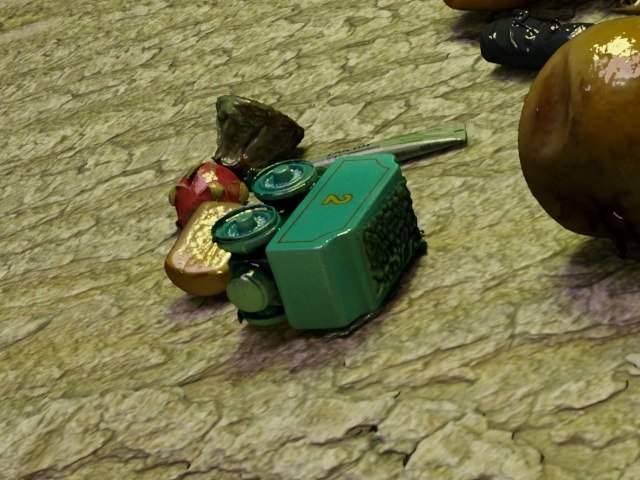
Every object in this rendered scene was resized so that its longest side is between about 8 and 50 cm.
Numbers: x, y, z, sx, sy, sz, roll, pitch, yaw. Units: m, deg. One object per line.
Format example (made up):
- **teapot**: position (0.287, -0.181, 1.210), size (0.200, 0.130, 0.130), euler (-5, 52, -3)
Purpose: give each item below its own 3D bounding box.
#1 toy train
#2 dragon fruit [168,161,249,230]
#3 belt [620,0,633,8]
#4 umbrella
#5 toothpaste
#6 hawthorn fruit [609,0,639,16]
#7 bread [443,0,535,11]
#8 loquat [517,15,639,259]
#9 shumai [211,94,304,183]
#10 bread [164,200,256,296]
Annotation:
- **toy train**: position (0.000, 0.000, 1.695), size (0.163, 0.112, 0.203), euler (-3, 32, 28)
- **dragon fruit**: position (-0.127, -0.050, 1.982), size (0.083, 0.060, 0.056), euler (-12, 22, 20)
- **belt**: position (0.405, -0.308, 2.024), size (0.232, 0.071, 0.053), euler (-8, 12, 36)
- **umbrella**: position (0.264, -0.214, 1.965), size (0.071, 0.071, 0.248), euler (-34, 24, -24)
- **toothpaste**: position (0.060, -0.092, 1.939), size (0.197, 0.029, 0.048), euler (-15, 25, 11)
- **hawthorn fruit**: position (0.373, -0.233, 1.754), size (0.200, 0.179, 0.179), euler (-17, 22, -9)
- **bread**: position (0.258, -0.362, 2.177), size (0.270, 0.142, 0.195), euler (-24, 2, 17)
- **loquat**: position (0.264, -0.089, 1.534), size (0.213, 0.213, 0.213), euler (-19, 23, 9)
- **shumai**: position (-0.078, -0.107, 2.047), size (0.099, 0.124, 0.087), euler (16, 82, 29)
- **bread**: position (-0.104, 0.013, 1.827), size (0.082, 0.056, 0.115), euler (7, 46, 19)
